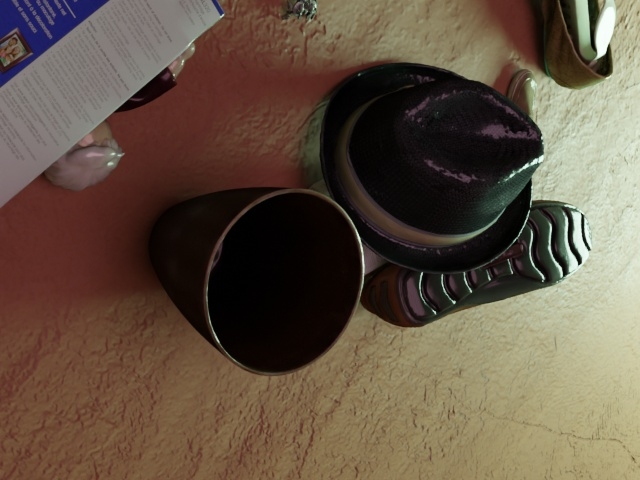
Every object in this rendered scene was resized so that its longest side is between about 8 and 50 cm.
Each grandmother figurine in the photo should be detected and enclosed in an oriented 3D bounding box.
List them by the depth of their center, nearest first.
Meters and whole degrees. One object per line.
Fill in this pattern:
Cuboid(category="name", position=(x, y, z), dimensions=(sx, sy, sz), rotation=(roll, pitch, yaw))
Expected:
Cuboid(category="grandmother figurine", position=(-0.246, -0.222, 1.405), dimensions=(0.208, 0.104, 0.342), rotation=(11, 98, -10))

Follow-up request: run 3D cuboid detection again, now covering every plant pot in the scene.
Cuboid(category="plant pot", position=(-0.102, 0.026, 1.482), dimensions=(0.215, 0.230, 0.215), rotation=(-9, 106, -34))

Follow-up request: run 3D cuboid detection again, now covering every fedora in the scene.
Cuboid(category="fedora", position=(0.171, -0.115, 1.634), dimensions=(0.334, 0.152, 0.334), rotation=(8, 72, -25))

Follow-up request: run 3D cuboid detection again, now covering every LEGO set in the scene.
Cuboid(category="LEGO set", position=(-0.012, -0.306, 1.588), dimensions=(0.083, 0.023, 0.054), rotation=(-53, 141, 5))

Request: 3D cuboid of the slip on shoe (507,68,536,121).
Cuboid(category="slip on shoe", position=(0.299, -0.185, 1.847), dimensions=(0.051, 0.041, 0.135), rotation=(16, 92, -38))

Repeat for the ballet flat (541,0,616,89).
Cuboid(category="ballet flat", position=(0.365, -0.377, 1.797), dimensions=(0.116, 0.124, 0.342), rotation=(-26, 116, -29))

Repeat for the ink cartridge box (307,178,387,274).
Cuboid(category="ink cartridge box", position=(0.000, 0.000, 1.681), dimensions=(0.179, 0.045, 0.145), rotation=(-27, 117, -16))

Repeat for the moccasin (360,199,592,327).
Cuboid(category="moccasin", position=(0.231, 0.035, 1.803), dimensions=(0.380, 0.147, 0.139), rotation=(-25, 101, -26))

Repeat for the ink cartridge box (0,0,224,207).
Cuboid(category="ink cartridge box", position=(-0.276, -0.198, 1.278), dimensions=(0.371, 0.069, 0.176), rotation=(-45, 119, -25))
